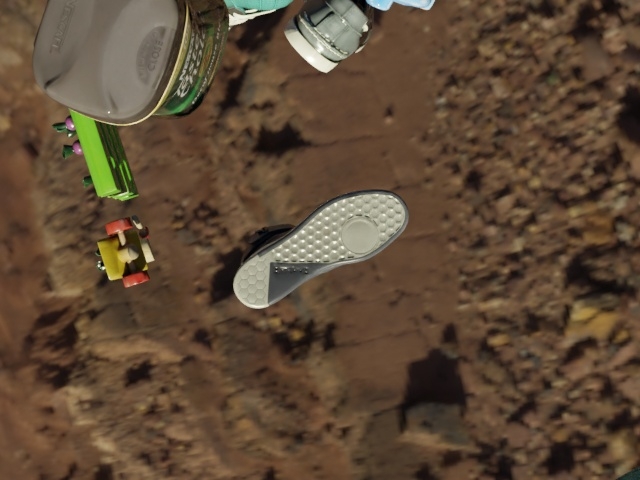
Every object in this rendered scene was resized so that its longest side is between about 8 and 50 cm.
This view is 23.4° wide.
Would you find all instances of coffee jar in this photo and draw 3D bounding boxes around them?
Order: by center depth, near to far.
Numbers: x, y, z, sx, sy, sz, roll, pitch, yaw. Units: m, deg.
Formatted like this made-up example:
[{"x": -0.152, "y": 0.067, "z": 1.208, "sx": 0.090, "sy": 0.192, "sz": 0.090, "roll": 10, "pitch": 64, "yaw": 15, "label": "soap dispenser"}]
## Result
[{"x": -0.110, "y": -0.119, "z": 0.929, "sx": 0.079, "sy": 0.184, "sz": 0.096, "roll": 20, "pitch": 98, "yaw": 4, "label": "coffee jar"}]

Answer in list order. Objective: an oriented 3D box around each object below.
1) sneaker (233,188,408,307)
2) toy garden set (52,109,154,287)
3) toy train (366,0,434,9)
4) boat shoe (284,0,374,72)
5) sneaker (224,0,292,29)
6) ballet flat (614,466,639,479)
[{"x": -0.001, "y": -0.001, "z": 1.886, "sx": 0.226, "sy": 0.163, "sz": 0.086, "roll": -26, "pitch": 95, "yaw": 3, "label": "sneaker"}, {"x": -0.229, "y": -0.049, "z": 1.651, "sx": 0.049, "sy": 0.244, "sz": 0.203, "roll": -18, "pitch": 90, "yaw": -1, "label": "toy garden set"}, {"x": -0.009, "y": -0.162, "z": 0.680, "sx": 0.184, "sy": 0.105, "sz": 0.080, "roll": 21, "pitch": 105, "yaw": -17, "label": "toy train"}, {"x": 0.036, "y": -0.311, "z": 2.013, "sx": 0.116, "sy": 0.099, "sz": 0.319, "roll": 42, "pitch": 24, "yaw": -8, "label": "boat shoe"}, {"x": -0.106, "y": -0.281, "z": 1.753, "sx": 0.108, "sy": 0.302, "sz": 0.121, "roll": -17, "pitch": 114, "yaw": -24, "label": "sneaker"}, {"x": 0.320, "y": 0.206, "z": 1.234, "sx": 0.096, "sy": 0.280, "sz": 0.095, "roll": 30, "pitch": 43, "yaw": -18, "label": "ballet flat"}]
